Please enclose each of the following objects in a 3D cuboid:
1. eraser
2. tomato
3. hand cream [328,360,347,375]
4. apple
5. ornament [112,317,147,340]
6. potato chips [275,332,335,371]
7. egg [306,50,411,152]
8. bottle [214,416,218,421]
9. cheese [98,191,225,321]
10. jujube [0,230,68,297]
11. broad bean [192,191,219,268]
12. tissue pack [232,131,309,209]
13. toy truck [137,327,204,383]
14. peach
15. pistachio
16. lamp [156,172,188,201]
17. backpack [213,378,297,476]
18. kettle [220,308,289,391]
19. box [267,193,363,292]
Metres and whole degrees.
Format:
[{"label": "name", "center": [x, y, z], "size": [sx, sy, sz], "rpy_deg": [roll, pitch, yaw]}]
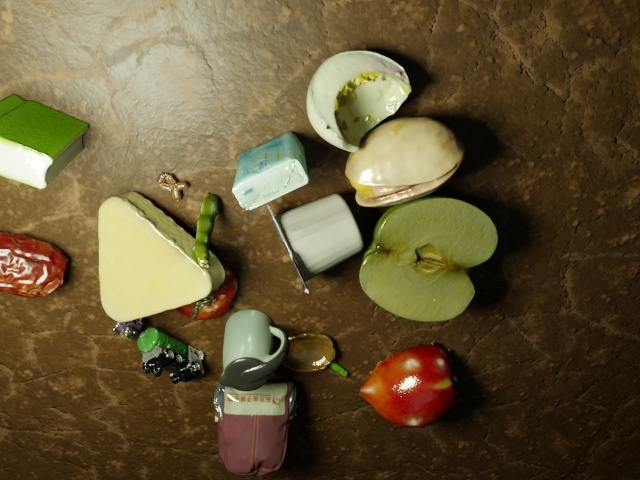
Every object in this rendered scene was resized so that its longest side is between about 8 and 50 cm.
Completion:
[{"label": "eraser", "center": [-0.703, -0.245, 1.206], "size": [0.210, 0.274, 0.092], "rpy_deg": [22, 116, -15]}, {"label": "tomato", "center": [-0.367, 0.160, 1.554], "size": [0.228, 0.101, 0.227], "rpy_deg": [-3, 119, -6]}, {"label": "hand cream", "center": [0.045, 0.439, 1.781], "size": [0.122, 0.023, 0.036], "rpy_deg": [40, 112, -18]}, {"label": "apple", "center": [0.298, 0.042, 1.440], "size": [0.361, 0.320, 0.311], "rpy_deg": [15, 154, -13]}, {"label": "ornament", "center": [-0.585, 0.259, 1.533], "size": [0.081, 0.203, 0.088], "rpy_deg": [27, 78, -12]}, {"label": "potato chips", "center": [-0.050, 0.377, 1.724], "size": [0.202, 0.049, 0.150], "rpy_deg": [-5, 114, 1]}, {"label": "egg", "center": [0.069, -0.347, 1.282], "size": [0.206, 0.162, 0.271], "rpy_deg": [42, 71, 2]}, {"label": "bottle", "center": [-0.276, 0.648, 1.850], "size": [0.217, 0.060, 0.060], "rpy_deg": [2, 118, -4]}, {"label": "cheese", "center": [-0.503, 0.091, 1.441], "size": [0.384, 0.104, 0.383], "rpy_deg": [5, 109, 15]}, {"label": "jujube", "center": [-0.856, 0.069, 1.432], "size": [0.251, 0.174, 0.174], "rpy_deg": [14, 117, -24]}, {"label": "broad bean", "center": [-0.314, -0.028, 1.381], "size": [0.053, 0.256, 0.052], "rpy_deg": [-15, 141, 16]}, {"label": "tissue pack", "center": [-0.127, -0.187, 1.291], "size": [0.177, 0.263, 0.089], "rpy_deg": [-24, 115, 7]}, {"label": "toy truck", "center": [-0.481, 0.369, 1.618], "size": [0.101, 0.125, 0.242], "rpy_deg": [-30, 141, 8]}, {"label": "peach", "center": [0.313, 0.526, 1.748], "size": [0.362, 0.201, 0.257], "rpy_deg": [-18, 119, 5]}, {"label": "pistachio", "center": [0.222, -0.202, 1.330], "size": [0.309, 0.230, 0.229], "rpy_deg": [-22, 118, 7]}, {"label": "lamp", "center": [-0.420, -0.155, 1.418], "size": [0.083, 0.031, 0.063], "rpy_deg": [31, 110, -15]}, {"label": "backpack", "center": [-0.223, 0.634, 1.728], "size": [0.284, 0.197, 0.317], "rpy_deg": [2, 80, -5]}, {"label": "kettle", "center": [-0.202, 0.340, 1.585], "size": [0.221, 0.236, 0.161], "rpy_deg": [-18, 118, 5]}, {"label": "box", "center": [0.000, 0.000, 1.442], "size": [0.207, 0.262, 0.291], "rpy_deg": [-24, 156, -3]}]
